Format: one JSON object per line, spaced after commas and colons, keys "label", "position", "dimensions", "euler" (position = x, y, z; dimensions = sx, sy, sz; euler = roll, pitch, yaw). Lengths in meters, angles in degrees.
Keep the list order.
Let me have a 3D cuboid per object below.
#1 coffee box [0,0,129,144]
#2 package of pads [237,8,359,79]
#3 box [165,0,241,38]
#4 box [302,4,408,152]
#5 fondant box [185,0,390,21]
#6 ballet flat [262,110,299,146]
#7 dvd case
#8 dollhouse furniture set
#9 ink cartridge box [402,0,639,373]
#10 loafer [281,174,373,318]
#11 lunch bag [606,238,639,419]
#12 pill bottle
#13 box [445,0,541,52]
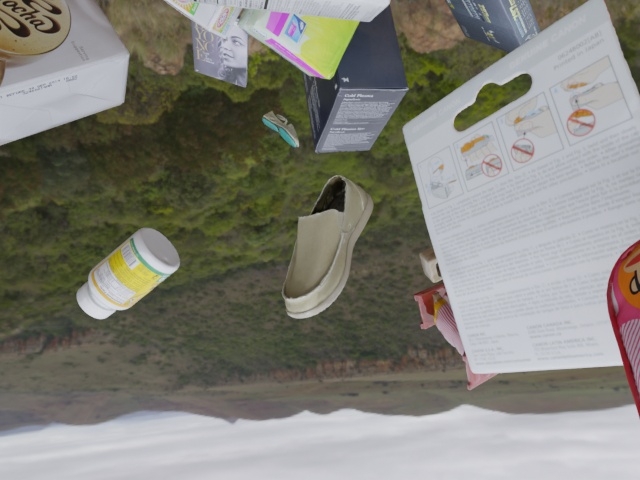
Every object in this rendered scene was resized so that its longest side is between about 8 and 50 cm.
{"label": "coffee box", "position": [-0.376, -0.282, 0.518], "dimensions": [0.168, 0.297, 0.119], "euler": [-32, -179, -30]}
{"label": "package of pads", "position": [-0.008, -0.522, 0.963], "dimensions": [0.229, 0.296, 0.101], "euler": [20, -172, -42]}
{"label": "box", "position": [-0.184, -0.496, 0.843], "dimensions": [0.203, 0.103, 0.114], "euler": [-54, -174, 17]}
{"label": "box", "position": [0.073, -0.463, 1.244], "dimensions": [0.179, 0.343, 0.312], "euler": [-5, 165, -13]}
{"label": "fondant box", "position": [-0.065, -0.453, 0.625], "dimensions": [0.330, 0.238, 0.096], "euler": [1, -169, -12]}
{"label": "ballet flat", "position": [-0.115, -0.357, 1.438], "dimensions": [0.052, 0.168, 0.057], "euler": [-43, 158, -14]}
{"label": "dvd case", "position": [-0.286, -0.551, 1.307], "dimensions": [0.165, 0.018, 0.221], "euler": [18, 147, -1]}
{"label": "dollhouse furniture set", "position": [0.283, 0.082, 0.901], "dimensions": [0.152, 0.201, 0.374], "euler": [-25, 125, -6]}
{"label": "ink cartridge box", "position": [0.282, -0.037, 0.581], "dimensions": [0.091, 0.385, 0.308], "euler": [-6, 168, -36]}
{"label": "loafer", "position": [0.000, 0.000, 0.733], "dimensions": [0.102, 0.268, 0.092], "euler": [-11, 132, 39]}
{"label": "lunch bag", "position": [0.326, 0.065, 0.252], "dimensions": [0.120, 0.258, 0.293], "euler": [15, 145, -11]}
{"label": "pill bottle", "position": [-0.419, 0.076, 0.991], "dimensions": [0.208, 0.117, 0.117], "euler": [-38, 154, 10]}
{"label": "box", "position": [0.340, -0.490, 0.943], "dimensions": [0.059, 0.183, 0.233], "euler": [-53, 139, 10]}
